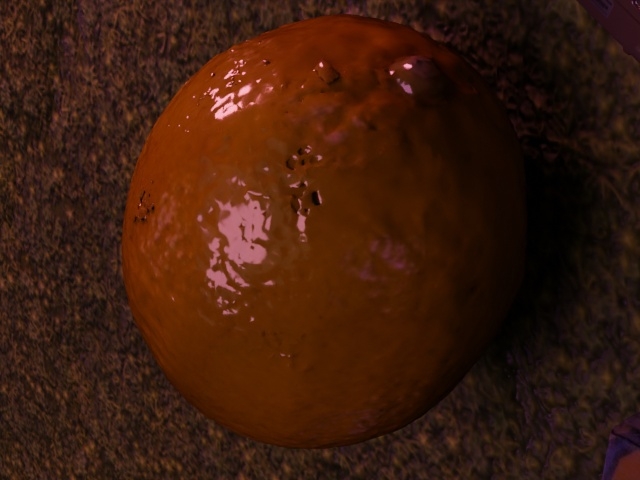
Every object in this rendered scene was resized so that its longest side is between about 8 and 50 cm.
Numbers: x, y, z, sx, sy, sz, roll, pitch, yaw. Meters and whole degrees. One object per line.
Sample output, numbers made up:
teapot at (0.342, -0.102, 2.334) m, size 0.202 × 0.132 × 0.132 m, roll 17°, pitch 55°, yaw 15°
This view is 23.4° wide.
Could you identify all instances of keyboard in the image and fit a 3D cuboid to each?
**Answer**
keyboard at (0.147, -0.139, 0.804) m, size 0.129 × 0.015 × 0.049 m, roll 52°, pitch 146°, yaw 28°

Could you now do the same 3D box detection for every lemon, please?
lemon at (0.001, -0.003, 0.883) m, size 0.236 × 0.236 × 0.263 m, roll 43°, pitch 117°, yaw 36°

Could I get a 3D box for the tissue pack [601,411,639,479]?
tissue pack at (0.214, 0.163, 0.798) m, size 0.148 × 0.060 × 0.108 m, roll 32°, pitch 129°, yaw 43°
